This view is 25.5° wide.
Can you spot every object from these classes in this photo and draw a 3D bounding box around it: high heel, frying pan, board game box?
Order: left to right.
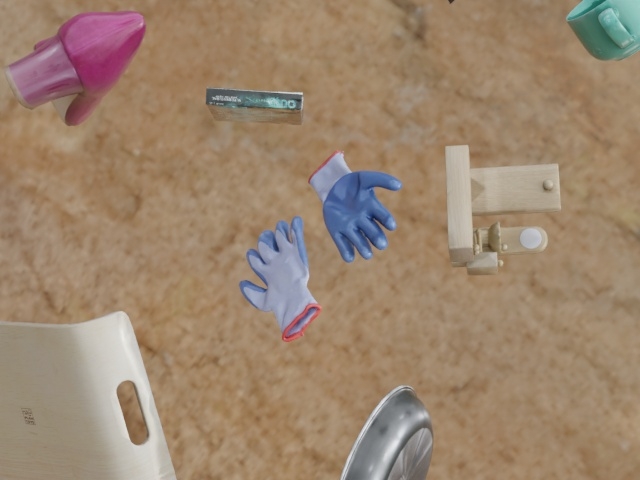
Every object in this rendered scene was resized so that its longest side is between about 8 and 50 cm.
[{"bbox_3d":[-0.286,-0.235,1.853,0.377,0.181,0.127,-98,163,-79],"label":"high heel"},{"bbox_3d":[-0.085,-0.179,1.896,0.126,0.186,0.026,3,89,0],"label":"board game box"},{"bbox_3d":[0.036,0.287,1.454,0.053,0.197,0.326,19,45,23],"label":"frying pan"}]

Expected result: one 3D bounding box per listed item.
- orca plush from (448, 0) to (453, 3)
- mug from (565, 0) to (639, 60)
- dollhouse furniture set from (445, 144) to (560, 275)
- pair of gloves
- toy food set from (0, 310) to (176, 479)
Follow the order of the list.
[{"bbox_3d":[0.113,-0.442,1.790,0.102,0.151,0.287,-39,66,-21],"label":"orca plush"},{"bbox_3d":[0.445,-0.325,2.135,0.097,0.129,0.158,52,54,-11],"label":"mug"},{"bbox_3d":[0.201,-0.038,1.529,0.123,0.151,0.144,-3,72,7],"label":"dollhouse furniture set"},{"bbox_3d":[0.000,0.000,1.371,0.023,0.198,0.159,35,15,-37],"label":"pair of gloves"},{"bbox_3d":[-0.294,0.178,1.589,0.092,0.306,0.220,-27,109,-44],"label":"toy food set"}]
